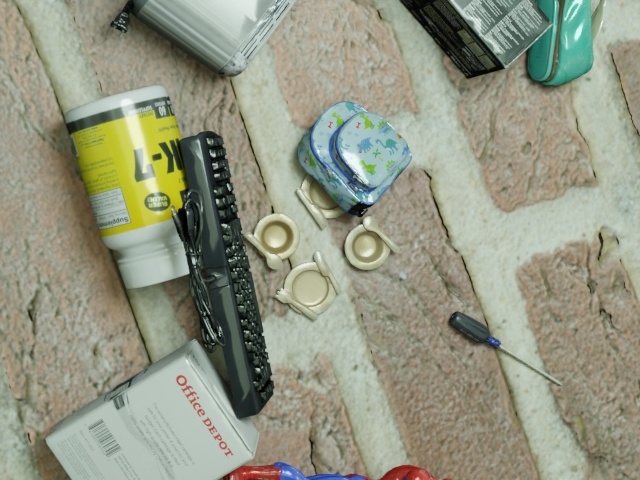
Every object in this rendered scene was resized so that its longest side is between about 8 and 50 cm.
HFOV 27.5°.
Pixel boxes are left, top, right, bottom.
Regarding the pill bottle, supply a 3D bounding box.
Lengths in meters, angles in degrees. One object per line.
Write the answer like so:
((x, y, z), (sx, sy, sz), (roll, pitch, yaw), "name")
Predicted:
((-0.199, -0.059, 1.454), (0.119, 0.119, 0.208), (-18, 96, -9), "pill bottle")

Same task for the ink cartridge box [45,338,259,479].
((-0.185, 0.221, 1.462), (0.191, 0.082, 0.139), (-31, 98, 8), "ink cartridge box")

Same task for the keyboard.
((-0.105, 0.037, 1.438), (0.033, 0.201, 0.317), (-11, 95, 15), "keyboard")

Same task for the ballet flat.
((0.296, -0.306, 1.542), (0.087, 0.083, 0.247), (-9, 112, -25), "ballet flat")

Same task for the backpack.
((0.040, -0.103, 1.508), (0.114, 0.084, 0.105), (42, 62, 0), "backpack")

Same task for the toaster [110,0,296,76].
((-0.110, -0.283, 1.458), (0.146, 0.129, 0.227), (37, 84, -12), "toaster")

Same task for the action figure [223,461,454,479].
((0.029, 0.325, 1.526), (0.281, 0.091, 0.139), (0, 86, -9), "action figure")

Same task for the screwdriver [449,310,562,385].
((0.230, 0.132, 1.590), (0.170, 0.024, 0.025), (28, 116, -12), "screwdriver")

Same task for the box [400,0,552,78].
((0.159, -0.282, 1.497), (0.077, 0.147, 0.180), (-43, 98, -6), "box")

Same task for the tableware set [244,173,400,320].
((0.000, 0.000, 1.543), (0.169, 0.020, 0.141), (-41, 99, -7), "tableware set")
